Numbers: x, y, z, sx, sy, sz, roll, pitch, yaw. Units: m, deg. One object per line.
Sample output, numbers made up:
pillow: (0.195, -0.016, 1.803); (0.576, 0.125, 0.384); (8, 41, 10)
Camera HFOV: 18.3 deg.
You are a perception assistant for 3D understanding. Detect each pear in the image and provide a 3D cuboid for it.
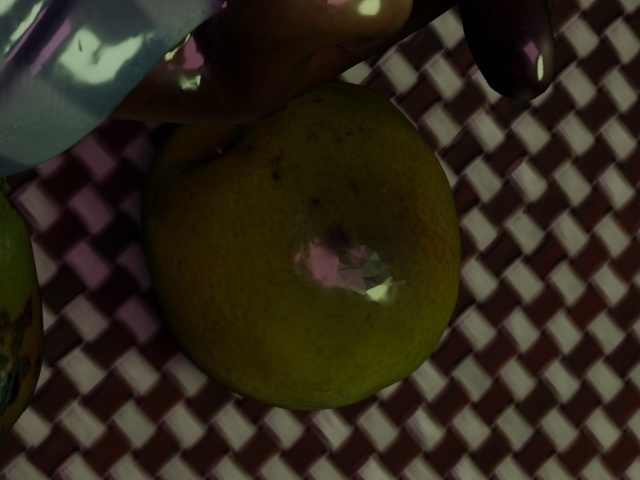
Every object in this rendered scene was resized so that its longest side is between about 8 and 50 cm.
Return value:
pear: (0.000, 0.000, 0.799); (0.141, 0.104, 0.141); (-2, 96, -24)

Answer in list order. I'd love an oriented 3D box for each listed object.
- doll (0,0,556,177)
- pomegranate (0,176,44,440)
doll: (-0.109, -0.129, 0.624); (0.339, 0.318, 0.209); (-8, 123, -43)
pomegranate: (-0.192, 0.033, 0.704); (0.205, 0.159, 0.159); (-34, 105, 9)
